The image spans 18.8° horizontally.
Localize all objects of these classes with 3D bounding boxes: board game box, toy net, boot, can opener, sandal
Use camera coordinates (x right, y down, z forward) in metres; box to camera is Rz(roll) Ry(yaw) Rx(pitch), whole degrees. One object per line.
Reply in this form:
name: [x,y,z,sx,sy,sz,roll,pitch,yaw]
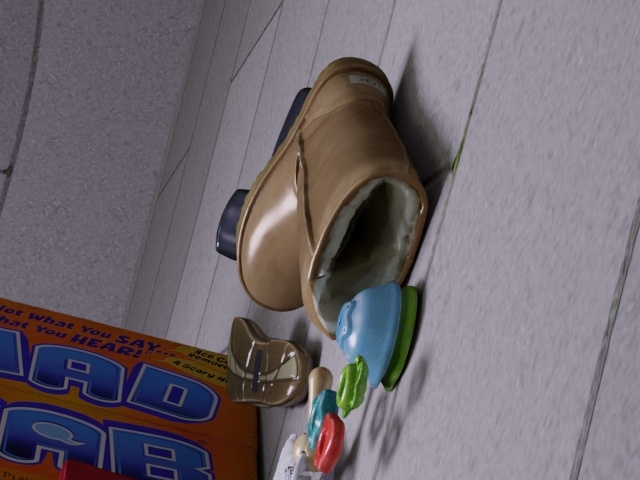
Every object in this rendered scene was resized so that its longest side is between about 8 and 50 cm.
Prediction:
board game box: [-0.274,0.295,1.738,0.356,0.356,0.356,-96,23,-67]
toy net: [0.011,0.135,1.302,0.122,0.045,0.232,-88,14,-48]
boot: [0.000,0.000,1.438,0.269,0.089,0.236,-99,25,-65]
can opener: [-0.040,-0.063,1.870,0.059,0.073,0.186,112,-179,-79]
sandal: [-0.038,0.108,1.631,0.180,0.049,0.072,-171,91,-66]

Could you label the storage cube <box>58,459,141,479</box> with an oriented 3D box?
storage cube: [-0.132,0.297,1.443,0.193,0.184,0.215,-108,34,-76]
